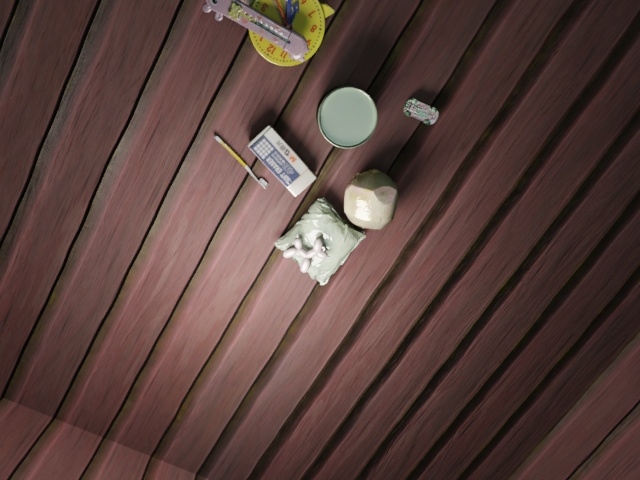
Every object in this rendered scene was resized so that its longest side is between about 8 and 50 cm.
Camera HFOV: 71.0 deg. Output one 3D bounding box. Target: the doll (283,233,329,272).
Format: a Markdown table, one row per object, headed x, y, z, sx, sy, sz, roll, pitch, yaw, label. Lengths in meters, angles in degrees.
| x | y | z | sx | sy | sz | roll | pitch | yaw | label |
| --- | --- | --- | --- | --- | --- | --- | --- | --- | --- |
| -0.049 | 0.045 | 1.801 | 0.161 | 0.059 | 0.160 | 40 | 111 | -1 | doll |

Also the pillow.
| x | y | z | sx | sy | sz | roll | pitch | yaw | label |
| --- | --- | --- | --- | --- | --- | --- | --- | --- | --- |
| 0.000 | 0.000 | 1.879 | 0.283 | 0.138 | 0.310 | 38 | 105 | -13 | pillow |

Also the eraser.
| x | y | z | sx | sy | sz | roll | pitch | yaw | label |
| --- | --- | --- | --- | --- | --- | --- | --- | --- | --- |
| -0.151 | -0.319 | 1.791 | 0.124 | 0.081 | 0.279 | -41 | 106 | 10 | eraser |

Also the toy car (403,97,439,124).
| x | y | z | sx | sy | sz | roll | pitch | yaw | label |
| --- | --- | --- | --- | --- | --- | --- | --- | --- | --- |
| 0.397 | -0.509 | 1.773 | 0.142 | 0.055 | 0.069 | 25 | 105 | 3 | toy car |

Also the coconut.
| x | y | z | sx | sy | sz | roll | pitch | yaw | label |
| --- | --- | --- | --- | --- | --- | --- | --- | --- | --- |
| 0.204 | -0.174 | 1.789 | 0.226 | 0.227 | 0.231 | 8 | 108 | -6 | coconut |

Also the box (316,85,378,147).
| x | y | z | sx | sy | sz | roll | pitch | yaw | label |
| --- | --- | --- | --- | --- | --- | --- | --- | --- | --- |
| 0.098 | -0.473 | 1.718 | 0.225 | 0.149 | 0.226 | -1 | 110 | -3 | box |

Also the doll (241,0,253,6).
| x | y | z | sx | sy | sz | roll | pitch | yaw | label |
| --- | --- | --- | --- | --- | --- | --- | --- | --- | --- |
| -0.254 | -0.906 | 1.579 | 0.192 | 0.095 | 0.149 | 36 | 101 | -11 | doll |

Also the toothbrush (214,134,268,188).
| x | y | z | sx | sy | sz | roll | pitch | yaw | label |
| --- | --- | --- | --- | --- | --- | --- | --- | --- | --- |
| -0.317 | -0.319 | 1.813 | 0.024 | 0.021 | 0.288 | -45 | 106 | 0 | toothbrush |

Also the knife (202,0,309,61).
| x | y | z | sx | sy | sz | roll | pitch | yaw | label |
| --- | --- | --- | --- | --- | --- | --- | --- | --- | --- |
| -0.216 | -0.752 | 1.547 | 0.398 | 0.038 | 0.132 | 25 | 128 | -16 | knife |

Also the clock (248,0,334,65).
| x | y | z | sx | sy | sz | roll | pitch | yaw | label |
| --- | --- | --- | --- | --- | --- | --- | --- | --- | --- |
| -0.117 | -0.769 | 1.602 | 0.276 | 0.071 | 0.294 | 21 | 121 | -27 | clock |
